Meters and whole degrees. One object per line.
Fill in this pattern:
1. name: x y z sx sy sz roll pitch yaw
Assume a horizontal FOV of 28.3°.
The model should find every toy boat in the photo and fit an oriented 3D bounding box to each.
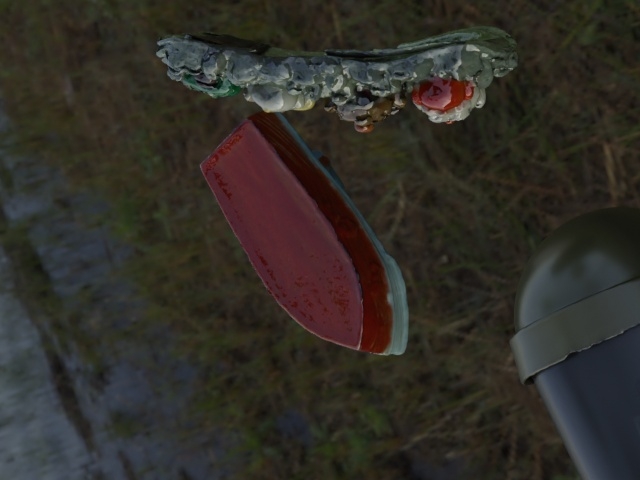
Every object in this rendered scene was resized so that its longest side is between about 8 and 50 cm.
1. toy boat: 0.000 0.000 1.529 0.145 0.133 0.331 -41 75 31

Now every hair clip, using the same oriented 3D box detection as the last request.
1. hair clip: 0.014 -0.144 1.149 0.321 0.138 0.091 3 104 19

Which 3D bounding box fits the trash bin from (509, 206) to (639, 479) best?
1. trash bin: 0.297 0.129 1.118 0.333 0.214 0.214 66 151 14
